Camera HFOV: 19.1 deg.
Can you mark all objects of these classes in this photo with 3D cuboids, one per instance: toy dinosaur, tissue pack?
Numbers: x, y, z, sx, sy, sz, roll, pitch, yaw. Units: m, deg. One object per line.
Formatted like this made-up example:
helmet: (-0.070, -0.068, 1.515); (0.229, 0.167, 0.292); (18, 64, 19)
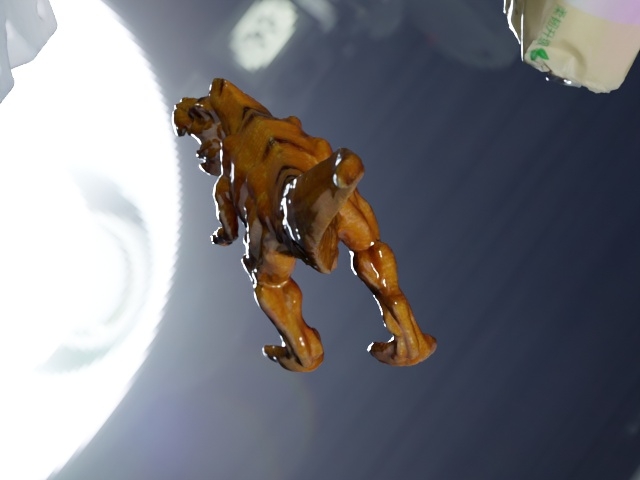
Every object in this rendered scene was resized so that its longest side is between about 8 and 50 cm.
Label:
toy dinosaur: (0.000, 0.000, 1.220); (0.208, 0.097, 0.432); (69, -15, -18)
tissue pack: (0.225, -0.276, 1.459); (0.123, 0.256, 0.215); (13, 36, -15)

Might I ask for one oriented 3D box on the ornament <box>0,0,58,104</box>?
ornament: (-0.334, -0.173, 1.168); (0.239, 0.240, 0.239); (-77, 150, -65)
